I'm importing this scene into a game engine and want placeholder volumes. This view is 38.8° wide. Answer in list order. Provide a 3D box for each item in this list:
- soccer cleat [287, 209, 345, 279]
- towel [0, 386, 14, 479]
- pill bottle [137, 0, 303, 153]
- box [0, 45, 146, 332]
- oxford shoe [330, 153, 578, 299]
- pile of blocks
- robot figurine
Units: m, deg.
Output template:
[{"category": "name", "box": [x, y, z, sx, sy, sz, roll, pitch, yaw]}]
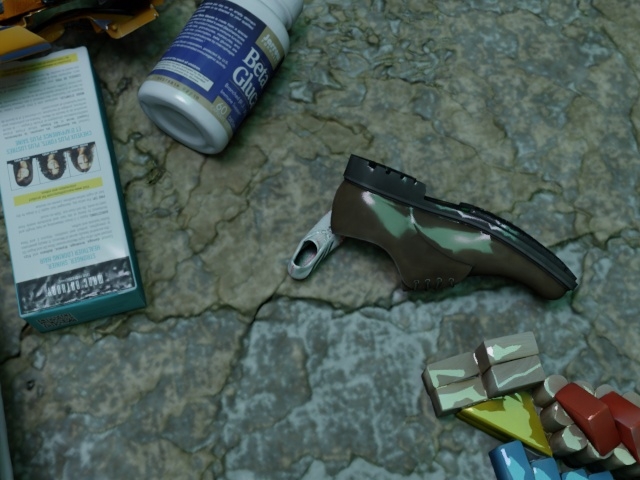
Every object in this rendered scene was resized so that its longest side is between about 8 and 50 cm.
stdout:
[{"category": "soccer cleat", "box": [0.000, 0.000, 0.820, 0.029, 0.035, 0.083, 37, 74, 12]}, {"category": "towel", "box": [-0.407, 0.128, 0.688, 0.320, 0.090, 0.374, -18, 48, -11]}, {"category": "pill bottle", "box": [-0.087, -0.173, 0.849, 0.094, 0.094, 0.169, 29, 73, 9]}, {"category": "box", "box": [-0.232, -0.049, 0.820, 0.100, 0.060, 0.244, -14, 71, -5]}, {"category": "oxford shoe", "box": [0.115, 0.009, 0.808, 0.227, 0.083, 0.096, 23, 96, 4]}, {"category": "pile of blocks", "box": [0.247, 0.186, 0.719, 0.362, 0.113, 0.149, 21, 71, 7]}, {"category": "robot figurine", "box": [-0.274, -0.206, 0.814, 0.291, 0.085, 0.211, -25, 27, -26]}]
